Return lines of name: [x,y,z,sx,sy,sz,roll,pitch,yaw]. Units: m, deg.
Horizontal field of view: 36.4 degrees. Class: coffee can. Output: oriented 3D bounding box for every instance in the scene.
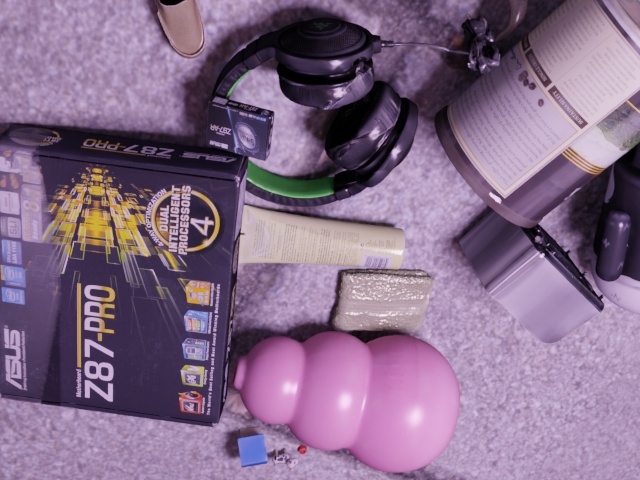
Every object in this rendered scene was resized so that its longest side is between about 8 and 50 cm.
coffee can: [0.313,-0.176,1.245,0.201,0.201,0.275,34,122,-25]

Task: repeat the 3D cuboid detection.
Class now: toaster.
toaster: [0.302,0.039,1.415,0.110,0.168,0.186,-43,118,14]

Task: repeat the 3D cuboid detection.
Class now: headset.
headset: [0.040,-0.172,1.239,0.394,0.185,0.243,-27,121,17]

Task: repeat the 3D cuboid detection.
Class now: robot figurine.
robot figurine: [0.496,-0.022,1.415,0.209,0.173,0.278,6,117,0]

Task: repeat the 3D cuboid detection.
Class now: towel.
towel: [0.096,0.093,1.486,0.148,0.027,0.110,4,116,-13]

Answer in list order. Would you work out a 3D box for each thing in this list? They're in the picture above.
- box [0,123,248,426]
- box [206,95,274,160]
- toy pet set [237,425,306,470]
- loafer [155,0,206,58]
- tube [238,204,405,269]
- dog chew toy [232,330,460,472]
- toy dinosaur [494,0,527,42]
box: [-0.273,0.054,1.322,0.318,0.097,0.395,9,117,1]
box: [-0.103,-0.143,1.239,0.083,0.018,0.067,17,129,7]
toy pet set: [-0.074,0.321,1.554,0.114,0.065,0.122,-8,119,-7]
loafer: [-0.180,-0.291,1.208,0.056,0.050,0.148,-18,120,-1]
tube: [0.000,0.000,1.404,0.240,0.062,0.070,4,74,-8]
dog chew toy: [0.035,0.227,1.456,0.332,0.206,0.206,13,115,-8]
toy dinosaur: [0.276,-0.407,1.217,0.160,0.121,0.313,26,116,-10]
